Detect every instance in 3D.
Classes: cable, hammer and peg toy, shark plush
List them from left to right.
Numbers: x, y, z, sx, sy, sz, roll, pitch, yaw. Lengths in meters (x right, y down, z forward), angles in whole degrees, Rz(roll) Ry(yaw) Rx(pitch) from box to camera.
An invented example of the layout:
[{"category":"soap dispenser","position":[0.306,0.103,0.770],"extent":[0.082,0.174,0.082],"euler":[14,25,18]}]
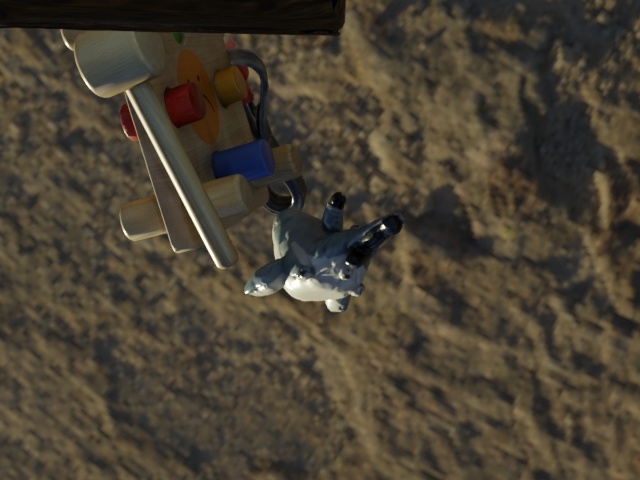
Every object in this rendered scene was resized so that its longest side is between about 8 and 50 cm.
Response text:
[{"category":"hammer and peg toy","position":[-0.140,-0.115,1.393],"extent":[0.127,0.361,0.266],"euler":[-14,99,17]},{"category":"cable","position":[-0.077,-0.141,1.680],"extent":[0.139,0.072,0.287],"euler":[-16,138,30]},{"category":"shark plush","position":[0.000,0.000,0.952],"extent":[0.073,0.067,0.161],"euler":[10,167,-12]}]

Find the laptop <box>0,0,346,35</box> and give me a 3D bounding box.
[{"category":"laptop","position":[-0.164,-0.351,0.965],"extent":[0.408,0.382,0.236],"euler":[45,118,22]}]
